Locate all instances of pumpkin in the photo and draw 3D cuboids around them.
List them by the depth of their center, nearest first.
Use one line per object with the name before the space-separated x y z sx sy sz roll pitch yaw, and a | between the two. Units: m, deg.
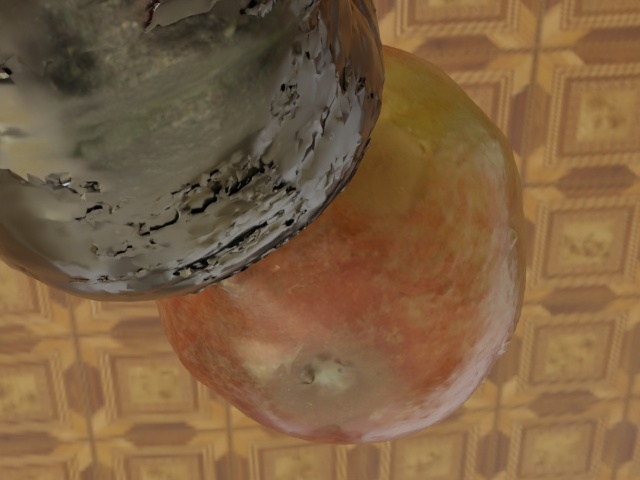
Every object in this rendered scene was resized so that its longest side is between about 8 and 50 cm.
pumpkin | -0.071 -0.094 0.421 0.163 0.233 0.233 -16 127 10

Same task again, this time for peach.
peach | 0.000 0.000 0.698 0.232 0.257 0.232 6 102 29
